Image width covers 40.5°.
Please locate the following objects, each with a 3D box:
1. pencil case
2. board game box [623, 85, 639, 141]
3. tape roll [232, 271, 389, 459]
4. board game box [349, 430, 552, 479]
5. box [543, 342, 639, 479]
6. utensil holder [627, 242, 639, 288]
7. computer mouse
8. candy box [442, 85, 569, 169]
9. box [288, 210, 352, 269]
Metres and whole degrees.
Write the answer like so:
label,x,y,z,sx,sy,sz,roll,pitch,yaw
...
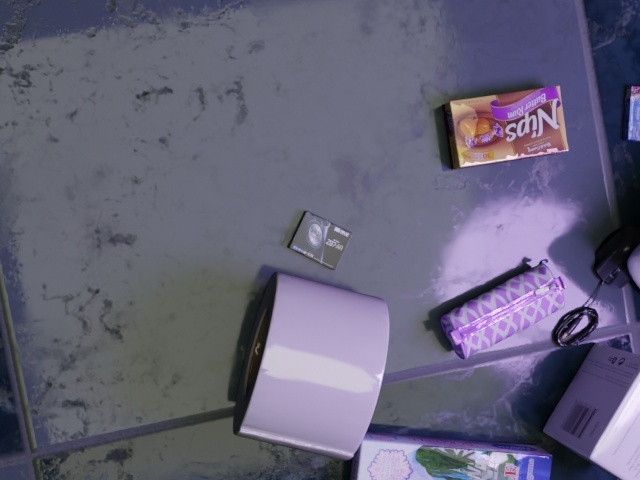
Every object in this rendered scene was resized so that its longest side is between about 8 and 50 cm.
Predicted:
label,x,y,z,sx,sy,sz,roll,pitch,yaw
pencil case,0.294,0.114,1.386,0.206,0.088,0.086,-28,93,-6
board game box,0.555,-0.209,1.452,0.090,0.020,0.090,3,90,-10
tape roll,-0.016,0.181,1.264,0.169,0.246,0.246,14,89,-9
board game box,0.194,0.479,1.388,0.317,0.066,0.319,6,90,-8
box,0.475,0.275,1.367,0.119,0.181,0.182,33,86,-8
utensil holder,0.722,-0.028,1.331,0.327,0.327,0.385,39,82,-7
computer mouse,0.468,0.077,1.434,0.071,0.041,0.242,33,87,-8
candy box,0.298,-0.181,1.399,0.186,0.053,0.109,-8,92,-7
box,0.000,0.000,1.376,0.083,0.018,0.067,27,88,-8
